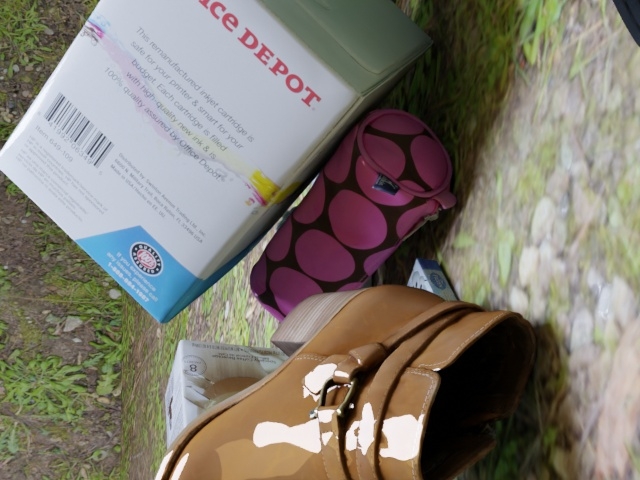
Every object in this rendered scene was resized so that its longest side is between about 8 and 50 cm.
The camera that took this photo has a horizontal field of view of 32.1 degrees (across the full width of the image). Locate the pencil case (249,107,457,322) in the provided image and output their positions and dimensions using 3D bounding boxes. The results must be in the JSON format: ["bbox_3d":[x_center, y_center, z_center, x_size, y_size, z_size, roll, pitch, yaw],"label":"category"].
[{"bbox_3d":[0.023,-0.006,0.902,0.095,0.098,0.209,-42,-7,-45],"label":"pencil case"}]

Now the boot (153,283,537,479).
[{"bbox_3d":[0.010,0.151,0.726,0.283,0.109,0.220,-52,26,-22],"label":"boot"}]

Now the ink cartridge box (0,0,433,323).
[{"bbox_3d":[-0.084,-0.115,0.911,0.270,0.198,0.197,-47,-1,30],"label":"ink cartridge box"}]

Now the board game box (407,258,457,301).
[{"bbox_3d":[0.080,0.075,0.839,0.090,0.020,0.090,-109,30,-56],"label":"board game box"}]

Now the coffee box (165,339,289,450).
[{"bbox_3d":[-0.078,0.227,1.123,0.246,0.141,0.098,-102,25,-47],"label":"coffee box"}]

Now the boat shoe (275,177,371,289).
[{"bbox_3d":[0.000,0.001,1.043,0.079,0.081,0.227,122,150,-57],"label":"boat shoe"}]

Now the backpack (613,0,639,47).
[{"bbox_3d":[0.156,-0.124,0.410,0.120,0.101,0.098,64,167,-2],"label":"backpack"}]
